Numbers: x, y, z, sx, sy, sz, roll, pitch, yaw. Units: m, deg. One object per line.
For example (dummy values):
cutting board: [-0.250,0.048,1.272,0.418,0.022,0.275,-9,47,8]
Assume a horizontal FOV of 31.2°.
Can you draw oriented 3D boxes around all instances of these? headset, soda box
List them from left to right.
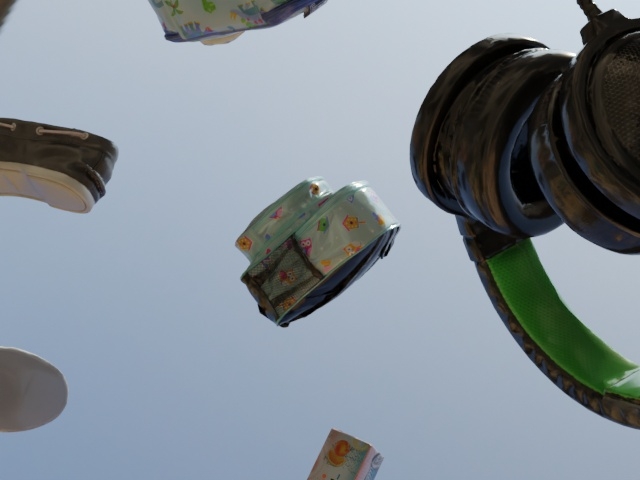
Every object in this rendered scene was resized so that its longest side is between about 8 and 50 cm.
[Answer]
soda box: [0.007,0.320,1.353,0.058,0.063,0.183,20,-106,26]
headset: [0.180,-0.078,0.717,0.185,0.394,0.243,-27,-163,-25]

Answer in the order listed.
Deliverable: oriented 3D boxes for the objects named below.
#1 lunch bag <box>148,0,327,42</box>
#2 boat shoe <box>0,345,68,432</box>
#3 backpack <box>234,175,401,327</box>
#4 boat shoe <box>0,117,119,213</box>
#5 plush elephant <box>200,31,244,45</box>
lunch bag: [-0.059,-0.278,1.168,0.219,0.090,0.176,-3,-148,43]
boat shoe: [-0.396,0.141,1.209,0.084,0.258,0.095,15,-91,57]
backpack: [0.000,0.000,1.410,0.188,0.166,0.144,-33,-95,17]
boat shoe: [-0.417,-0.120,1.552,0.335,0.112,0.095,16,-120,25]
plush elephant: [-0.191,-0.439,1.715,0.255,0.330,0.272,-34,-113,53]
